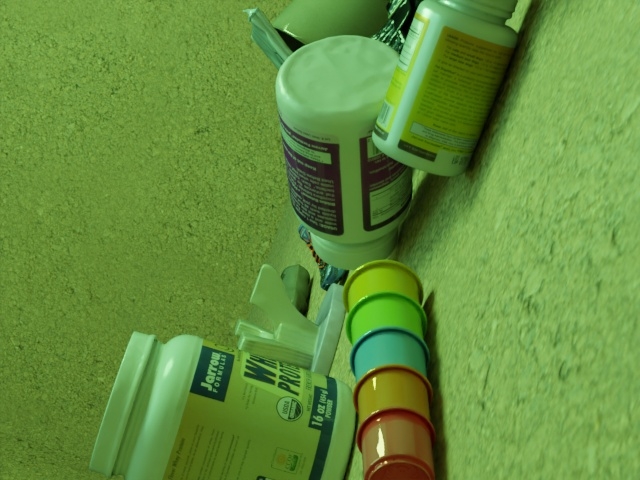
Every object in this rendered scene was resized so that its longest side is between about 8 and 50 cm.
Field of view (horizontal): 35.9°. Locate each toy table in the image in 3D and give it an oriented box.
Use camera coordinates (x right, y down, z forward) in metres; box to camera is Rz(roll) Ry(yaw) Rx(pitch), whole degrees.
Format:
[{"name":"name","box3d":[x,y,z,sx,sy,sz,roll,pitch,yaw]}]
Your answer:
[{"name":"toy table","box3d":[-0.068,0.188,1.698,0.252,0.160,0.274,139,149,-77]}]

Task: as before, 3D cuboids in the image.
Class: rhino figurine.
[{"name":"rhino figurine","box3d":[-0.066,0.145,2.169,0.243,0.073,0.106,-84,11,-55]}]

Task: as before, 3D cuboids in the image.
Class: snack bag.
[{"name":"snack bag","box3d":[0.003,-0.228,1.584,0.037,0.342,0.323,-41,7,2]}]

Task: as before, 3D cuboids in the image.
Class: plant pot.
[{"name":"plant pot","box3d":[0.102,-0.371,1.560,0.274,0.256,0.256,-54,8,3]}]

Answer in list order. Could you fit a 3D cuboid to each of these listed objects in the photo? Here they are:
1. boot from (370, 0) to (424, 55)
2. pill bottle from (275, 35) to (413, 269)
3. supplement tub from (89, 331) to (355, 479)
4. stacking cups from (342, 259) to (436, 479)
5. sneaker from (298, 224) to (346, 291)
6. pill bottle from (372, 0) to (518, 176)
[{"name":"boot","box3d":[0.160,-0.356,1.351,0.260,0.131,0.348,115,170,-48]},{"name":"pill bottle","box3d":[0.038,-0.104,1.306,0.302,0.169,0.169,84,-167,-48]},{"name":"supplement tub","box3d":[-0.131,0.259,1.337,0.228,0.316,0.229,-162,90,-83]},{"name":"stacking cups","box3d":[0.071,0.132,0.997,0.316,0.096,0.096,-90,18,-64]},{"name":"sneaker","box3d":[0.000,0.000,1.815,0.083,0.087,0.221,121,151,-45]},{"name":"pill bottle","box3d":[0.144,-0.188,1.102,0.117,0.117,0.215,-91,20,-70]}]
